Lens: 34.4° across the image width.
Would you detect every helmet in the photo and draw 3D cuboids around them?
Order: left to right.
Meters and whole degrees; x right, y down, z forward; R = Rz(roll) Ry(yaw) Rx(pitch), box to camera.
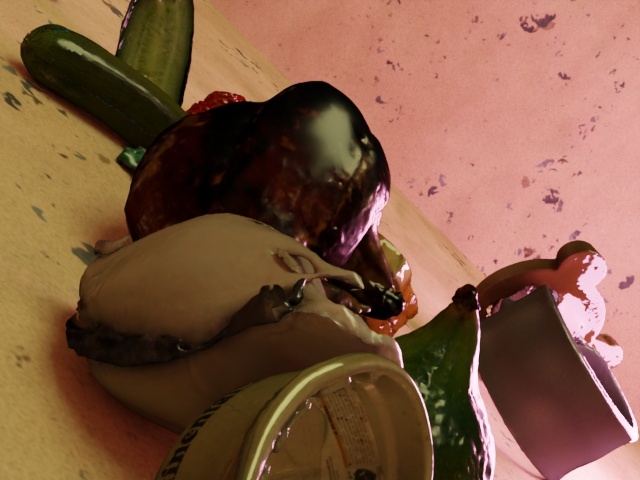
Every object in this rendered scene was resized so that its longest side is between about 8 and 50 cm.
[{"bbox_3d":[-0.044,0.177,0.618,0.257,0.137,0.204,-48,130,-48],"label":"helmet"}]

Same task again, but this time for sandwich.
[{"bbox_3d":[0.001,-0.001,1.333,0.273,0.095,0.249,45,-6,17],"label":"sandwich"}]

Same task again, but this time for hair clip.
[{"bbox_3d":[-0.167,-0.057,1.278,0.195,0.052,0.124,31,6,-21],"label":"hair clip"}]

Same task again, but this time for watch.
[{"bbox_3d":[0.383,0.224,1.675,0.335,0.314,0.327,49,19,-34],"label":"watch"}]

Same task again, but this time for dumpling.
[{"bbox_3d":[-0.073,0.090,0.763,0.292,0.205,0.163,6,28,36],"label":"dumpling"}]

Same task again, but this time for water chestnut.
[{"bbox_3d":[-0.051,-0.019,1.033,0.289,0.289,0.244,-1,78,-74],"label":"water chestnut"}]

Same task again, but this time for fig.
[{"bbox_3d":[0.090,0.155,0.905,0.203,0.235,0.203,39,9,-7],"label":"fig"}]

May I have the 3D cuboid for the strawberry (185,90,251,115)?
[{"bbox_3d":[-0.120,-0.142,1.559,0.188,0.106,0.286,35,15,-32],"label":"strawberry"}]

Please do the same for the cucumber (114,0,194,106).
[{"bbox_3d":[-0.252,-0.292,1.584,0.115,0.193,0.086,12,15,-8],"label":"cucumber"}]

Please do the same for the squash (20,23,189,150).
[{"bbox_3d":[-0.233,-0.163,1.306,0.331,0.087,0.087,38,13,-33],"label":"squash"}]
